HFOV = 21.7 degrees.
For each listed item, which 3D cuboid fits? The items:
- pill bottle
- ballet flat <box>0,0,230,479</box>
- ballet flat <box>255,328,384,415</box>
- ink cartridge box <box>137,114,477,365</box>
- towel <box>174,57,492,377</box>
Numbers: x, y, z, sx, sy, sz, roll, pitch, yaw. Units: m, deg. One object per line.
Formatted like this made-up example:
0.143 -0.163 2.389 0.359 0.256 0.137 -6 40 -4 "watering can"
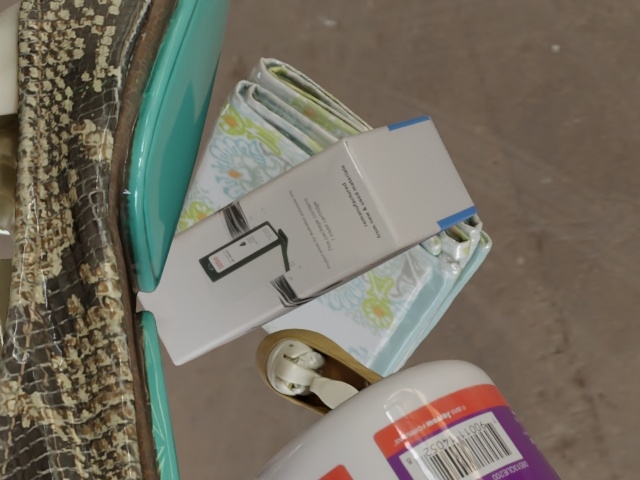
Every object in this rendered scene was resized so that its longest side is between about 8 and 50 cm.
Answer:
0.104 0.243 0.995 0.181 0.181 0.323 -48 67 36 "pill bottle"
-0.133 0.023 0.760 0.164 0.182 0.483 97 174 -61 "ballet flat"
0.002 0.142 1.726 0.232 0.073 0.080 20 92 40 "ballet flat"
-0.013 -0.001 1.180 0.203 0.148 0.086 -29 87 29 "ink cartridge box"
0.000 0.000 1.866 0.320 0.090 0.374 38 144 7 "towel"
